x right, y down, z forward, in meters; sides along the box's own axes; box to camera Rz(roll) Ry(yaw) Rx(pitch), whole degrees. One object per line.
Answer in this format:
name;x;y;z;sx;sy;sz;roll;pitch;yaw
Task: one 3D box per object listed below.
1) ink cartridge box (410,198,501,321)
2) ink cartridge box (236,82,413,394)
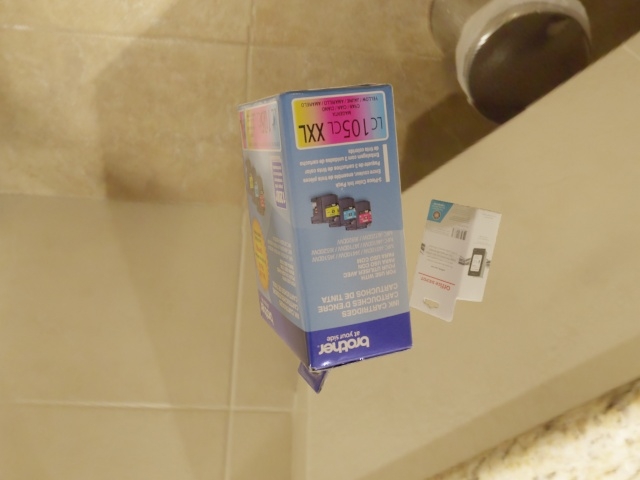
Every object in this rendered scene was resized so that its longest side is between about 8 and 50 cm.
ink cartridge box;0.212;0.032;1.044;0.060;0.104;0.180;8;97;-35
ink cartridge box;0.000;0.000;0.894;0.151;0.270;0.396;-10;101;-16
